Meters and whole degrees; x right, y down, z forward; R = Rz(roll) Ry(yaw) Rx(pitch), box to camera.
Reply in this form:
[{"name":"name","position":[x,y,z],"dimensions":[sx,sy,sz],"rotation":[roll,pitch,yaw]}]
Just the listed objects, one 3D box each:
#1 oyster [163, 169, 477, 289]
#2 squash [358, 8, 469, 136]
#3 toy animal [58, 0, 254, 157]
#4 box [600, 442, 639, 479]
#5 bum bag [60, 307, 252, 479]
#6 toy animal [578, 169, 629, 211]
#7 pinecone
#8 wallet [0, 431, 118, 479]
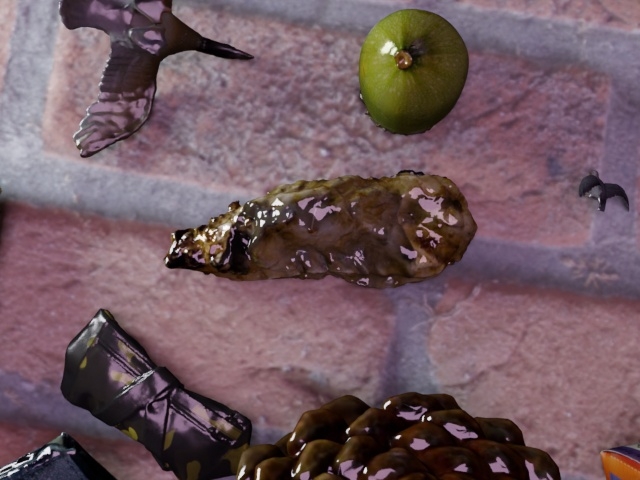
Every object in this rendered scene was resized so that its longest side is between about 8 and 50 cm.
[{"name":"oyster","position":[0.000,-0.003,0.854],"dimensions":[0.345,0.078,0.128],"rotation":[-6,95,-3]},{"name":"squash","position":[0.091,-0.177,0.805],"dimensions":[0.123,0.187,0.123],"rotation":[0,90,6]},{"name":"toy animal","position":[-0.173,-0.209,0.835],"dimensions":[0.197,0.160,0.272],"rotation":[12,94,-1]},{"name":"box","position":[0.490,0.293,0.706],"dimensions":[0.349,0.318,0.257],"rotation":[-11,85,1]},{"name":"bum bag","position":[-0.175,0.177,0.845],"dimensions":[0.232,0.060,0.106],"rotation":[38,97,4]},{"name":"toy animal","position":[0.305,-0.056,0.870],"dimensions":[0.084,0.050,0.028],"rotation":[12,123,-34]},{"name":"pinecone","position":[0.083,0.350,0.701],"dimensions":[0.398,0.398,0.397],"rotation":[0,87,0]},{"name":"wallet","position":[-0.370,0.332,0.788],"dimensions":[0.379,0.046,0.190],"rotation":[-26,132,0]}]
